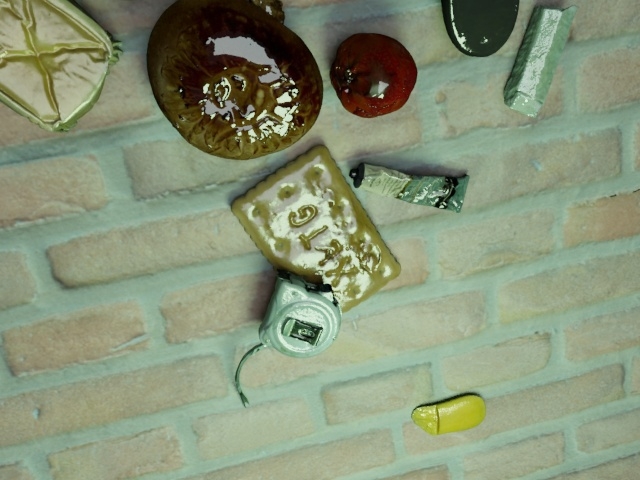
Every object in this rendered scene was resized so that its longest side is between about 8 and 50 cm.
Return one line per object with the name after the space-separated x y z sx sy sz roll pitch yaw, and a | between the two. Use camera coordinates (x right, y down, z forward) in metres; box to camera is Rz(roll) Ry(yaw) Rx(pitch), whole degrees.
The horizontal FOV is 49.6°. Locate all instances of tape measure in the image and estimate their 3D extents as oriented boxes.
-0.067 0.222 1.334 0.164 0.084 0.330 16 111 -6 | tape measure

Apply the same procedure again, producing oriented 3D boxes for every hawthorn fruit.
0.101 -0.285 1.198 0.172 0.148 0.148 -13 115 -38 | hawthorn fruit

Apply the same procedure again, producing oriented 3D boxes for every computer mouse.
0.269 -0.452 1.183 0.137 0.086 0.270 -10 128 -1 | computer mouse

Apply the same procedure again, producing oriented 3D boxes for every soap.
0.287 0.391 1.534 0.168 0.033 0.089 -13 110 -8 | soap

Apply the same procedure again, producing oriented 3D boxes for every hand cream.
0.169 -0.108 1.324 0.247 0.052 0.075 7 131 -22 | hand cream

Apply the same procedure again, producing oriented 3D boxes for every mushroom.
-0.134 -0.267 1.123 0.297 0.163 0.278 25 102 -19 | mushroom

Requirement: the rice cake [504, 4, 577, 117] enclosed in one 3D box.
0.401 -0.335 1.282 0.069 0.063 0.207 11 105 -11 | rice cake

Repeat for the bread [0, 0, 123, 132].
-0.431 -0.290 1.071 0.210 0.110 0.192 34 92 -22 | bread

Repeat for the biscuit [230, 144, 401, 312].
0.000 0.000 1.318 0.217 0.044 0.325 -33 113 -2 | biscuit
